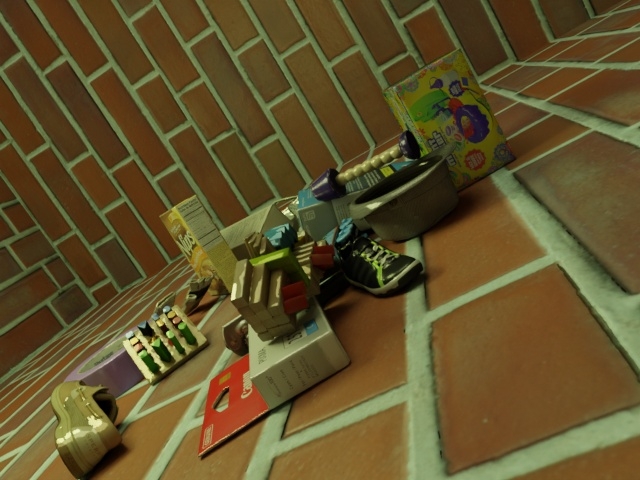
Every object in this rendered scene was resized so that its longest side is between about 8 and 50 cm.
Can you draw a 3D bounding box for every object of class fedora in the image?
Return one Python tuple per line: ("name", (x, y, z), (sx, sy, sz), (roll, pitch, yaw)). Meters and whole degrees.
("fedora", (0.201, -0.089, 1.225), (0.276, 0.124, 0.243), (-29, 11, 15))

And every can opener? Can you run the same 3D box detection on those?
("can opener", (-0.075, 0.131, 1.144), (0.284, 0.076, 0.095), (-33, 12, -13))

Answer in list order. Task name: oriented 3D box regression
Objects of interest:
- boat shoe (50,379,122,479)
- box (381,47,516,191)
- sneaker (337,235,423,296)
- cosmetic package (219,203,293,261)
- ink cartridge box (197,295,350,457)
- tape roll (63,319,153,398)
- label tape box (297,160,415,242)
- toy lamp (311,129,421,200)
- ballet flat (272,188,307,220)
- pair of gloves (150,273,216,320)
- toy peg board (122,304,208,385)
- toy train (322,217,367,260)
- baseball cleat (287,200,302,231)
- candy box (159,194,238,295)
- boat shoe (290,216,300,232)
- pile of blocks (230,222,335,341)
("boat shoe", (-0.461, 0.355, 1.131), (0.110, 0.121, 0.341), (-31, 20, -19))
("box", (0.309, -0.297, 1.415), (0.177, 0.289, 0.279), (-30, 12, 7))
("sneaker", (0.091, 0.041, 1.028), (0.084, 0.097, 0.235), (-37, 12, -23))
("cosmetic package", (-0.255, 0.008, 1.962), (0.310, 0.113, 0.160), (-21, 36, 39))
("ink cartridge box", (-0.099, 0.198, 0.941), (0.261, 0.066, 0.296), (-31, 11, -3))
("tape roll", (-0.537, 0.328, 1.497), (0.275, 0.090, 0.275), (-30, 11, 6))
("label tape box", (0.117, -0.110, 1.511), (0.348, 0.115, 0.249), (-15, 16, 3))
("toy lamp", (0.099, -0.166, 1.321), (0.275, 0.080, 0.080), (-23, 14, 30))
("ballet flat", (-0.170, -0.074, 2.127), (0.400, 0.139, 0.139), (-27, 12, 23))
("pair of gloves", (-0.422, 0.203, 1.690), (0.240, 0.042, 0.204), (-37, -16, -49))
("toy peg board", (-0.383, 0.227, 1.338), (0.161, 0.079, 0.161), (-36, 48, -20))
("toy train", (0.052, 0.013, 1.323), (0.105, 0.080, 0.184), (-38, 11, 17))
("baseball cleat", (-0.063, -0.069, 1.864), (0.206, 0.072, 0.109), (16, 90, 62))
("candy box", (-0.373, 0.022, 1.793), (0.088, 0.316, 0.183), (-38, 12, -30))
("boat shoe", (-0.067, -0.068, 1.996), (0.206, 0.075, 0.065), (-33, 13, 17))
("pile of blocks", (-0.043, 0.032, 0.982), (0.113, 0.148, 0.362), (-18, 15, 16))
